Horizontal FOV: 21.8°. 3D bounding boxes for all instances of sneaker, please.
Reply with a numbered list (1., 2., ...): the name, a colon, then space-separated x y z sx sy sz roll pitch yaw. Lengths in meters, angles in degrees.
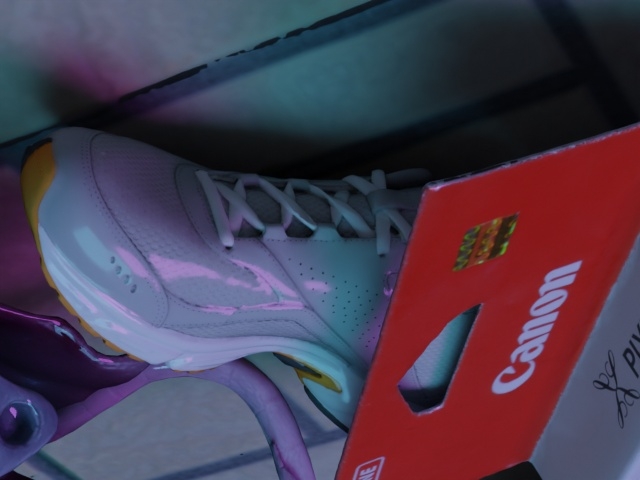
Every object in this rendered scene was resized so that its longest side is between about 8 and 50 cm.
1. sneaker: 0.000 0.000 0.686 0.121 0.099 0.262 -37 139 29

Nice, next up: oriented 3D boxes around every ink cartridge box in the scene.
1. ink cartridge box: 0.134 0.044 0.687 0.239 0.060 0.275 -19 149 -22

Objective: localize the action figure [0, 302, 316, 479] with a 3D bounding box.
1. action figure: -0.227 0.091 0.752 0.370 0.248 0.276 -8 -175 43
